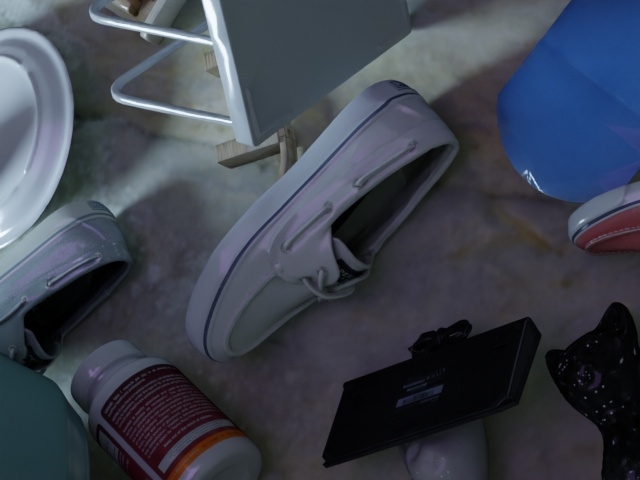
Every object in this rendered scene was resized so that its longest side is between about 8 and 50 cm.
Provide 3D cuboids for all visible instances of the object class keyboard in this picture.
[{"bbox_3d":[0.080,0.103,1.298,0.180,0.023,0.108,-23,35,39],"label":"keyboard"}]

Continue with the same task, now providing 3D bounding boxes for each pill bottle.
[{"bbox_3d":[-0.122,0.145,1.403,0.152,0.086,0.086,41,101,31],"label":"pill bottle"}]

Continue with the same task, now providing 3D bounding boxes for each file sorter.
[{"bbox_3d":[-0.077,-0.245,1.327,0.173,0.193,0.277,14,129,39],"label":"file sorter"}]

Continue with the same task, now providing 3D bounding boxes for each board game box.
[{"bbox_3d":[0.205,-0.104,1.292,0.168,0.033,0.133,-53,52,8],"label":"board game box"}]

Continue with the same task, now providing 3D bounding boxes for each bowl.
[{"bbox_3d":[-0.275,0.209,1.394,0.311,0.163,0.311,-172,90,-71],"label":"bowl"}]

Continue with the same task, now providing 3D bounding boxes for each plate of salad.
[{"bbox_3d":[-0.272,-0.084,1.568,0.200,0.048,0.199,-12,71,40],"label":"plate of salad"}]

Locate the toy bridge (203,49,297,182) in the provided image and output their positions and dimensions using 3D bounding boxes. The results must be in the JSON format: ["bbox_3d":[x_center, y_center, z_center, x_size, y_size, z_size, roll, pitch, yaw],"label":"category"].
[{"bbox_3d":[-0.051,-0.074,1.444,0.063,0.026,0.188,-17,71,25],"label":"toy bridge"}]

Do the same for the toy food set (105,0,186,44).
[{"bbox_3d":[-0.185,-0.324,1.540,0.306,0.092,0.219,36,98,32],"label":"toy food set"}]

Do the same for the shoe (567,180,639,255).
[{"bbox_3d":[0.253,0.000,1.219,0.178,0.063,0.081,-15,67,23],"label":"shoe"}]

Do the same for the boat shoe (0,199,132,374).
[{"bbox_3d":[-0.245,0.066,1.499,0.227,0.079,0.081,-44,57,12],"label":"boat shoe"}]

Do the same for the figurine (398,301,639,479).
[{"bbox_3d":[0.155,0.175,1.237,0.215,0.092,0.209,-31,57,23],"label":"figurine"}]

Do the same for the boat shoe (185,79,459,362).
[{"bbox_3d":[0.000,0.000,1.356,0.258,0.095,0.084,-53,55,12],"label":"boat shoe"}]
